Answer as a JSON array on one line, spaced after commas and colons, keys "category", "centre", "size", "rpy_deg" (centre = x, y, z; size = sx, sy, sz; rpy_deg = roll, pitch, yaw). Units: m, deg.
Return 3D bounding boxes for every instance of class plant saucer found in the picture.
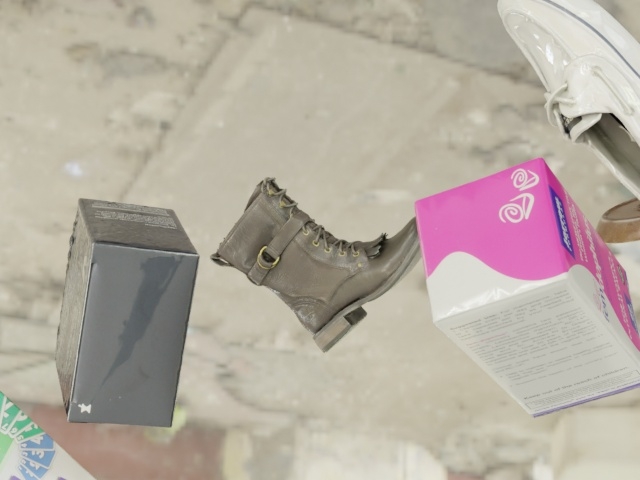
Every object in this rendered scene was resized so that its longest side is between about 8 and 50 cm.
[{"category": "plant saucer", "centre": [0.431, -0.036, 1.901], "size": [0.168, 0.029, 0.168], "rpy_deg": [-17, -172, 3]}]

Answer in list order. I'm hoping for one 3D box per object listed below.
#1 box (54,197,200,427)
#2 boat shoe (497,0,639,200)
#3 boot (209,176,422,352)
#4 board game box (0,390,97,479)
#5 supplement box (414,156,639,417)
[{"category": "box", "centre": [-0.170, 0.060, 1.270], "size": [0.093, 0.156, 0.158], "rpy_deg": [7, -166, -15]}, {"category": "boat shoe", "centre": [0.234, -0.118, 1.237], "size": [0.258, 0.084, 0.095], "rpy_deg": [44, 159, 13]}, {"category": "boot", "centre": [0.000, 0.000, 1.974], "size": [0.263, 0.229, 0.091], "rpy_deg": [-46, 174, 15]}, {"category": "board game box", "centre": [-0.270, 0.234, 1.309], "size": [0.259, 0.124, 0.039], "rpy_deg": [44, 155, -5]}, {"category": "supplement box", "centre": [0.172, 0.044, 1.173], "size": [0.114, 0.111, 0.220], "rpy_deg": [-20, 147, 21]}]
